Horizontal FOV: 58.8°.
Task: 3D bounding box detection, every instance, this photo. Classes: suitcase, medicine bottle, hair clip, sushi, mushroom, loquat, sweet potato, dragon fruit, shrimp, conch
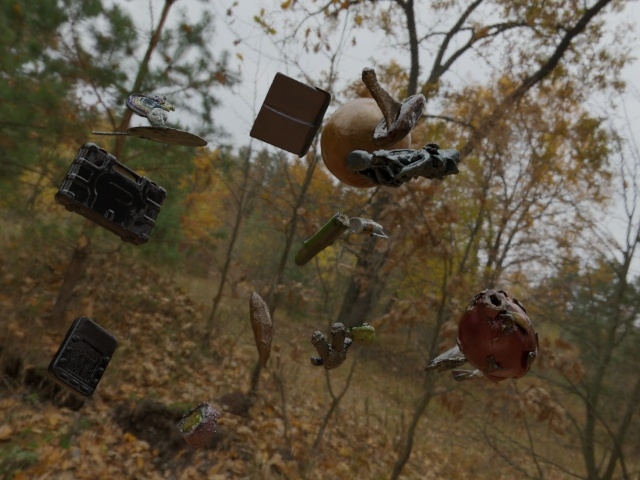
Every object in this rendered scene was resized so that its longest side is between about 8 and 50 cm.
[{"bbox_3d":[-0.604,-0.131,1.661,0.066,0.206,0.286,-11,-36,42],"label":"suitcase"},{"bbox_3d":[0.181,-0.038,2.079,0.092,0.061,0.221,47,19,22],"label":"medicine bottle"},{"bbox_3d":[-0.452,-0.349,1.504,0.116,0.049,0.172,16,26,-5],"label":"hair clip"},{"bbox_3d":[-0.508,0.777,2.335,0.107,0.241,0.161,42,31,-20],"label":"sushi"},{"bbox_3d":[0.181,-0.399,1.655,0.217,0.226,0.148,44,-38,-19],"label":"mushroom"},{"bbox_3d":[0.160,-0.339,2.001,0.329,0.328,0.328,19,-5,2],"label":"loquat"},{"bbox_3d":[-0.150,0.228,1.477,0.060,0.205,0.068,-20,-25,31],"label":"sweet potato"},{"bbox_3d":[0.512,0.280,1.648,0.251,0.250,0.315,17,-18,20],"label":"dragon fruit"},{"bbox_3d":[0.478,0.424,1.922,0.255,0.059,0.145,-21,45,-27],"label":"shrimp"},{"bbox_3d":[0.164,0.362,2.209,0.079,0.095,0.200,62,0,28],"label":"conch"}]

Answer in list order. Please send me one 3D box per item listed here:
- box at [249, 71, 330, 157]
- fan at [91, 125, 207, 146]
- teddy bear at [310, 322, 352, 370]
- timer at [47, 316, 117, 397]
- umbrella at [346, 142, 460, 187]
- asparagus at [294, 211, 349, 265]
[{"bbox_3d":[-0.074,-0.327,1.497,0.153,0.188,0.252,24,13,-5],"label":"box"},{"bbox_3d":[-0.434,-0.273,1.465,0.295,0.012,0.223,5,0,-21],"label":"fan"},{"bbox_3d":[0.043,0.438,2.215,0.182,0.129,0.251,-18,-37,-1],"label":"teddy bear"},{"bbox_3d":[-0.655,0.320,1.564,0.055,0.187,0.144,-14,-48,31],"label":"timer"},{"bbox_3d":[0.191,-0.174,1.337,0.143,0.094,0.349,-24,-11,41],"label":"umbrella"},{"bbox_3d":[0.001,0.000,1.869,0.067,0.060,0.278,48,-47,-3],"label":"asparagus"}]
